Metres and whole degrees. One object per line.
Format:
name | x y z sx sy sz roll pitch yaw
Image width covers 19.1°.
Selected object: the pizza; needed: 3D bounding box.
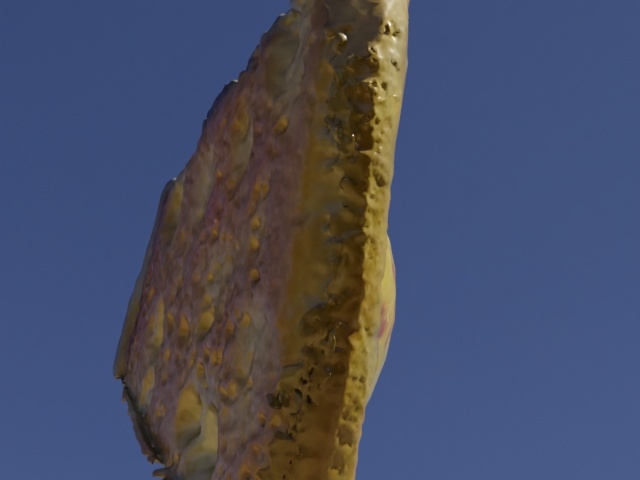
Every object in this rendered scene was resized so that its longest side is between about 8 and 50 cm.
pizza | -0.004 0.004 0.661 0.081 0.204 0.188 12 8 -19
